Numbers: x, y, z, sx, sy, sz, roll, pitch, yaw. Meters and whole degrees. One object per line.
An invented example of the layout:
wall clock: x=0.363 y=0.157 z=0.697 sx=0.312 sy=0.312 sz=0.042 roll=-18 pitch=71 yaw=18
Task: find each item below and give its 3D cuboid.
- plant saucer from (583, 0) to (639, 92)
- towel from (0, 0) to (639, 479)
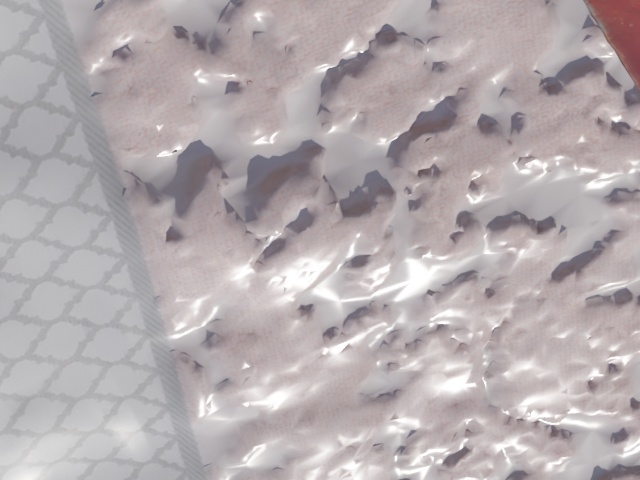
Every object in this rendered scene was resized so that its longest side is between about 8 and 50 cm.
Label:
plant saucer: x=0.106 y=-0.186 z=0.367 sx=0.048 sy=0.259 sz=0.258 roll=21 pitch=-108 yaw=41
towel: x=0.000 y=0.000 z=0.564 sx=0.317 sy=0.332 sz=0.053 roll=-21 pitch=-136 yaw=-11
